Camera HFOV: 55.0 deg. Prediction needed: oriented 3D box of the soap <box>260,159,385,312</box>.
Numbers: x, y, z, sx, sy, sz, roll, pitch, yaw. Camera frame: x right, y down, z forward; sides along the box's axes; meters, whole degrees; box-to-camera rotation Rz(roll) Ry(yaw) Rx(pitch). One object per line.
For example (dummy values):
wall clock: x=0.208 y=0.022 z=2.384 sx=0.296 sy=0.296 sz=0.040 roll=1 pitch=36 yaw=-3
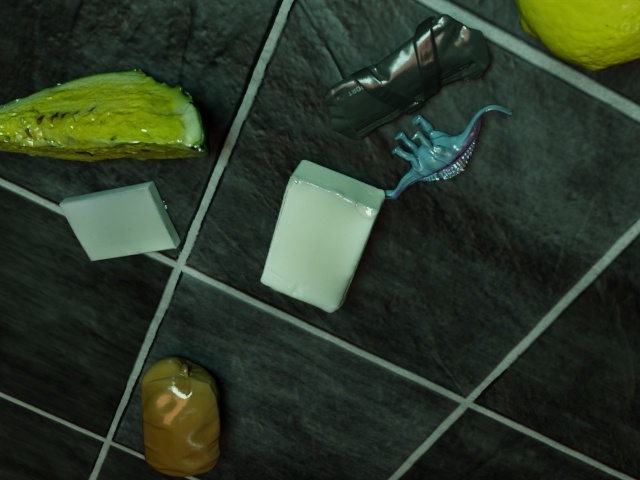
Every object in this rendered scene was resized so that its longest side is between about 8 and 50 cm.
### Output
soap: x=0.000 y=0.000 z=0.809 sx=0.121 sy=0.064 sz=0.183 roll=23 pitch=126 yaw=4

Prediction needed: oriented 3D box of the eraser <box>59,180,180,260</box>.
eraser: x=-0.287 y=-0.025 z=0.885 sx=0.150 sy=0.023 sz=0.104 roll=-8 pitch=121 yaw=18

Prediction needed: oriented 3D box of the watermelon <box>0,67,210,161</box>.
watermelon: x=-0.255 y=-0.133 z=0.741 sx=0.300 sy=0.129 sz=0.123 roll=4 pitch=122 yaw=16

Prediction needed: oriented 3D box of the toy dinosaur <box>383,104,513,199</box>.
toy dinosaur: x=0.135 y=-0.107 z=0.728 sx=0.080 sy=0.045 sz=0.197 roll=37 pitch=132 yaw=-20

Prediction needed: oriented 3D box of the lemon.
lemon: x=0.261 y=-0.248 z=0.525 sx=0.203 sy=0.178 sz=0.178 roll=-36 pitch=110 yaw=31

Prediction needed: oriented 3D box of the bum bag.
bum bag: x=0.089 y=-0.181 z=0.687 sx=0.197 sy=0.049 sz=0.087 roll=-27 pitch=138 yaw=26

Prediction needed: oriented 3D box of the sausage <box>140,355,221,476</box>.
sausage: x=-0.235 y=0.299 z=1.033 sx=0.136 sy=0.120 sz=0.241 roll=-1 pitch=124 yaw=-5
